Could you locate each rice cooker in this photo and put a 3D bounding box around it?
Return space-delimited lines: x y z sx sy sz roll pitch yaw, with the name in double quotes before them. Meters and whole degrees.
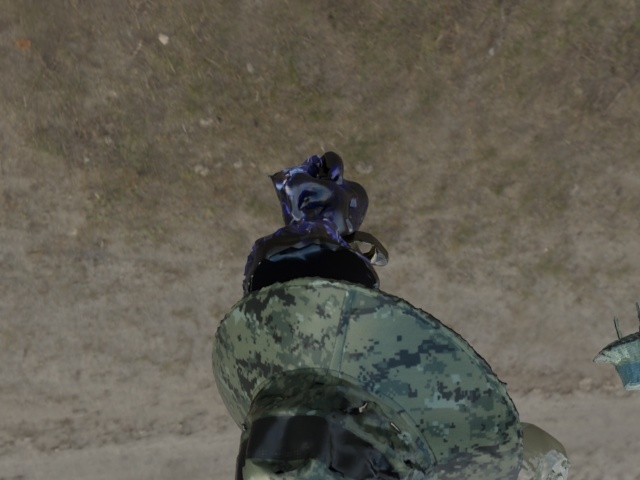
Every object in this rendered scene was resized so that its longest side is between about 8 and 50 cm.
"rice cooker" 0.346 0.415 1.358 0.145 0.127 0.206 -5 106 -46

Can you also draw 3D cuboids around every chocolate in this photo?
"chocolate" 0.001 -0.004 0.843 0.149 0.343 0.126 13 112 -2

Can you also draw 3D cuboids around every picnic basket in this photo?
"picnic basket" 0.313 0.106 0.793 0.083 0.083 0.065 -3 157 4

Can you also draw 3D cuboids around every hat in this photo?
"hat" 0.008 0.164 0.593 0.266 0.128 0.265 13 127 18
